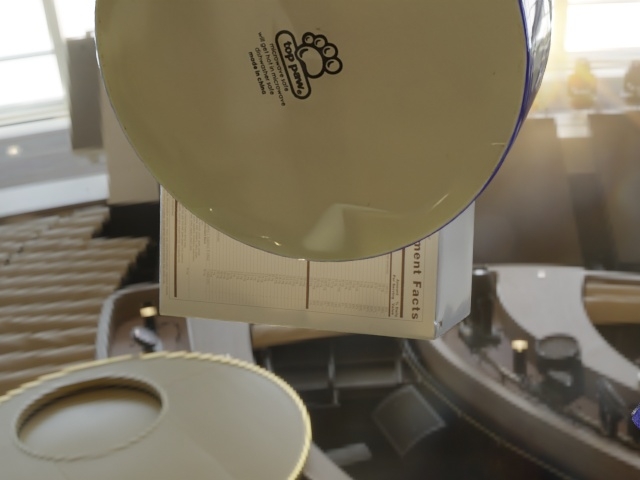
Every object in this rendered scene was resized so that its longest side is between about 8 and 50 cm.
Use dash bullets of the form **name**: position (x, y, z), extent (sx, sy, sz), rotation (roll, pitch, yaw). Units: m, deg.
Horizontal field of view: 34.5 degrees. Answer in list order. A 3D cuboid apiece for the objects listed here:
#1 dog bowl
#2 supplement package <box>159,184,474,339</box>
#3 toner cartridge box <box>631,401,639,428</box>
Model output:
- **dog bowl**: position (0.002, -0.124, 0.625), extent (0.264, 0.265, 0.104), rotation (3, -153, 18)
- **supplement package**: position (0.000, 0.000, 0.886), extent (0.244, 0.139, 0.134), rotation (4, -173, 20)
- **toner cartridge box**: position (0.426, 0.220, 0.804), extent (0.165, 0.075, 0.348), rotation (-15, -132, -29)
